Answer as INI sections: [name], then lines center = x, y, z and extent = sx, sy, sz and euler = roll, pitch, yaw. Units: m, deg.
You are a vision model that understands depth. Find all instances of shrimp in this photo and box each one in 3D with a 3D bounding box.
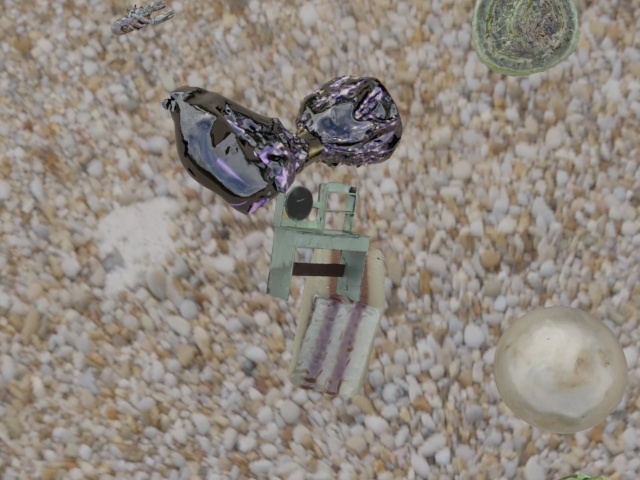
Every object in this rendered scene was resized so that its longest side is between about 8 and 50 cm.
[shrimp]
center = -0.250, -0.314, 1.513
extent = 0.092, 0.029, 0.038
euler = -15, 60, -6

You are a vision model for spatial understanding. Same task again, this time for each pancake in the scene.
[pancake]
center = 0.188, -0.204, 1.004
extent = 0.108, 0.017, 0.108
euler = 0, 91, -1

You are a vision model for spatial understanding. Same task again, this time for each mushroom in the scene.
[mushroom]
center = 0.372, 0.216, 1.708
extent = 0.207, 0.215, 0.207
euler = 0, 59, 0

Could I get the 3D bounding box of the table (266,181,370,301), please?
[table]
center = 0.000, 0.000, 1.623
extent = 0.062, 0.146, 0.175
euler = 14, 98, 48

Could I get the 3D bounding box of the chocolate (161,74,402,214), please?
[chocolate]
center = -0.022, -0.055, 0.604
extent = 0.147, 0.070, 0.072
euler = -17, 71, -40

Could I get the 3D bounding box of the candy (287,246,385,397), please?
[candy]
center = 0.032, 0.126, 1.871
extent = 0.135, 0.321, 0.179
euler = 13, 108, -3

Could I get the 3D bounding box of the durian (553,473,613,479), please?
[durian]
center = 0.171, 0.300, 0.930
extent = 0.355, 0.157, 0.169
euler = -36, 88, 39
